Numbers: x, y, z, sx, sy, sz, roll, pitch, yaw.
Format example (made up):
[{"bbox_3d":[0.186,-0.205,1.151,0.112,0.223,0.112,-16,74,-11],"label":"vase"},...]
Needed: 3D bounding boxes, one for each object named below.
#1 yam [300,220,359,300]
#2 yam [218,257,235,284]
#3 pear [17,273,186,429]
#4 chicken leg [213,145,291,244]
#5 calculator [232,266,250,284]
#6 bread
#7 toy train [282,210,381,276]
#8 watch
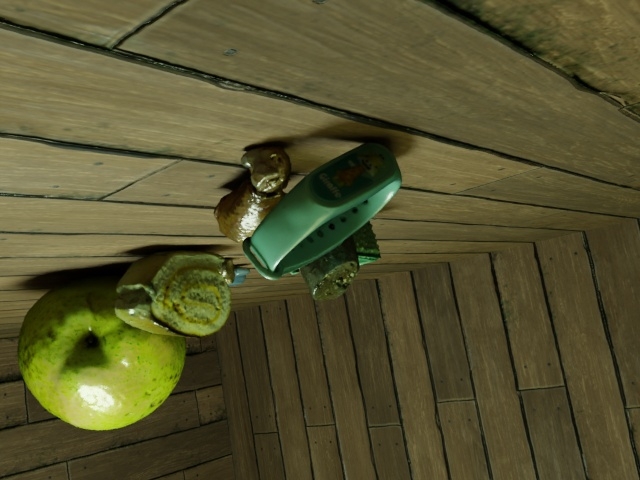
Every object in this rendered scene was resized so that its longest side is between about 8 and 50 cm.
[{"bbox_3d":[0.000,-0.003,1.062,0.107,0.183,0.107,-18,159,-7],"label":"yam"},{"bbox_3d":[-0.356,0.100,1.669,0.300,0.066,0.066,-11,172,15],"label":"yam"},{"bbox_3d":[-0.501,0.246,1.520,0.392,0.390,0.391,-9,172,-1],"label":"pear"},{"bbox_3d":[-0.080,-0.055,0.885,0.108,0.087,0.251,-19,168,-16],"label":"chicken leg"},{"bbox_3d":[-0.320,0.115,1.866,0.303,0.042,0.188,-13,171,42],"label":"calculator"},{"bbox_3d":[-0.307,0.107,1.384,0.124,0.185,0.257,5,177,36],"label":"bread"},{"bbox_3d":[0.000,0.000,1.253,0.155,0.115,0.269,-22,167,22],"label":"toy train"},{"bbox_3d":[0.007,-0.038,0.872,0.237,0.068,0.195,-33,168,-32],"label":"watch"}]
